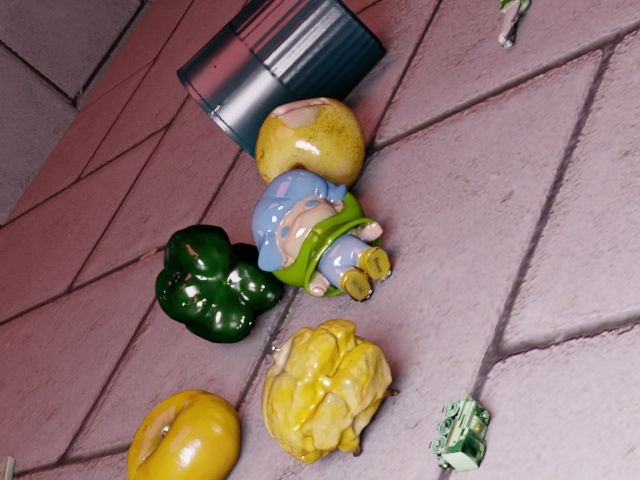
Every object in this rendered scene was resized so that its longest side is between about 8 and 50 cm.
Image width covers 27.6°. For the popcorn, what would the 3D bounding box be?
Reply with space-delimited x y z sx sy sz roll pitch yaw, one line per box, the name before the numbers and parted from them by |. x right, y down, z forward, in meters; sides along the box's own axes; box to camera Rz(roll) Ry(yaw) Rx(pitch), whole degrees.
popcorn | 0.007 0.166 1.450 0.167 0.152 0.148 -51 17 36

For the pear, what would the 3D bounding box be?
pear | -0.013 -0.141 1.970 0.178 0.178 0.178 -40 23 21

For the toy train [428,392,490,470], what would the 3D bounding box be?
toy train | 0.142 0.190 1.294 0.053 0.033 0.083 -17 37 45

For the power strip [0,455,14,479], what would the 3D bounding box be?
power strip | -0.559 0.416 2.292 0.040 0.016 0.090 -43 23 13

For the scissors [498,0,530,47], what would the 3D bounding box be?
scissors | 0.287 -0.349 1.924 0.101 0.027 0.204 -31 26 41

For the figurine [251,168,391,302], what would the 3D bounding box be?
figurine | 0.000 0.000 1.764 0.162 0.143 0.263 -51 38 0

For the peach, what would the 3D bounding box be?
peach | -0.177 0.272 1.679 0.179 0.103 0.179 -43 23 23

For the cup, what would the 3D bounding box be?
cup | -0.048 -0.297 2.272 0.292 0.308 0.242 -45 54 9

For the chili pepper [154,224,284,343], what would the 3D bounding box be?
chili pepper | -0.152 0.064 1.908 0.261 0.173 0.165 -172 97 -76
